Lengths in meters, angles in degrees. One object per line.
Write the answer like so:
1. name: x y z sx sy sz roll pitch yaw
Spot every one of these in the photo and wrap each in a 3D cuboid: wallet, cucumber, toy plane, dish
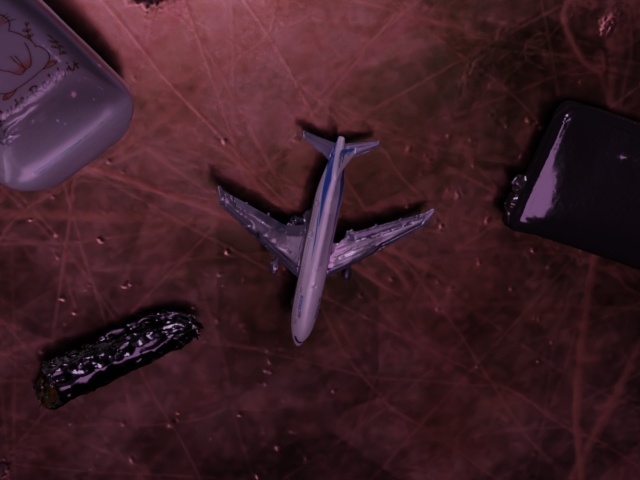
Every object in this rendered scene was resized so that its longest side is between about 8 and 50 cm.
1. wallet: 0.311 -0.046 1.896 0.250 0.044 0.149 19 107 -21
2. cucumber: -0.202 0.115 1.857 0.181 0.053 0.053 -23 119 -3
3. toy plane: -0.001 -0.003 1.837 0.226 0.058 0.226 5 118 -20
4. dish: -0.273 -0.141 1.689 0.154 0.064 0.234 -37 137 7
